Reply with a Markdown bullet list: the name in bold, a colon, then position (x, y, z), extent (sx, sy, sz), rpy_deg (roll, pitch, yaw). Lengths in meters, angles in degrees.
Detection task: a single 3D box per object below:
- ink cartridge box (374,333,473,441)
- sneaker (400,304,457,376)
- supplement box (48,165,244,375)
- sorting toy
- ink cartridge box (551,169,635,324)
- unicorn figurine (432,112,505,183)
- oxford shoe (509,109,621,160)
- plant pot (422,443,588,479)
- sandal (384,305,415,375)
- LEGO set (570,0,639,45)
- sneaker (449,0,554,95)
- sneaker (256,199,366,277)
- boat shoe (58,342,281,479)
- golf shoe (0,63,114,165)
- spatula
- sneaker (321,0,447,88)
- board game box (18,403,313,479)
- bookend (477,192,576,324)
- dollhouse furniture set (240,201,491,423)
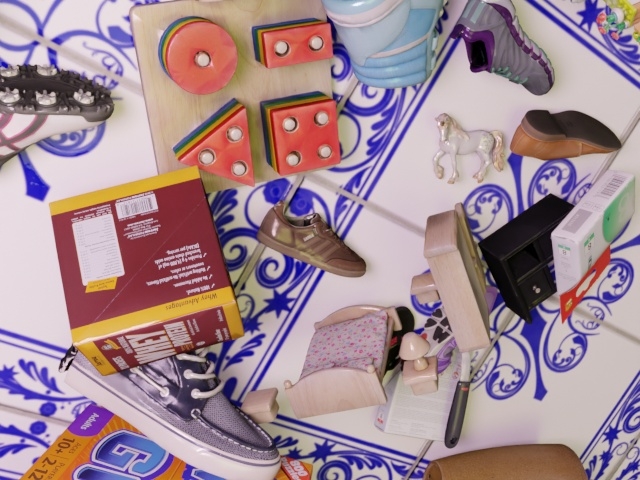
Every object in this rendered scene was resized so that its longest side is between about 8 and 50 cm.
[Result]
- **ink cartridge box**: position (0.184, 0.260, 1.341), extent (0.145, 0.045, 0.179), rpy_deg (16, 87, -26)
- **sneaker**: position (0.205, 0.177, 1.289), extent (0.170, 0.068, 0.071), rpy_deg (-50, 128, 3)
- **supplement box**: position (-0.215, 0.040, 0.952), extent (0.191, 0.194, 0.129), rpy_deg (-15, 156, -8)
- **sorting toy**: position (-0.097, -0.187, 0.994), extent (0.255, 0.089, 0.257), rpy_deg (-13, 117, -16)
- **ink cartridge box**: position (0.465, 0.020, 1.274), extent (0.181, 0.056, 0.225), rpy_deg (-43, 133, -25)
- **unicorn figurine**: position (0.217, -0.143, 1.164), extent (0.162, 0.060, 0.111), rpy_deg (-12, 117, -35)
- **oxford shoe**: position (0.396, -0.163, 1.228), extent (0.212, 0.076, 0.076), rpy_deg (2, 141, -25)
- **plant pot**: position (0.323, 0.482, 1.393), extent (0.254, 0.237, 0.237), rpy_deg (10, 109, -11)
- **sandal**: position (0.112, 0.194, 1.271), extent (0.067, 0.040, 0.179), rpy_deg (21, 103, -28)
- **LEGO set**: position (0.385, -0.378, 1.082), extent (0.107, 0.132, 0.287), rpy_deg (-25, 97, -4)
- **sneaker**: position (0.256, -0.262, 1.092), extent (0.223, 0.083, 0.098), rpy_deg (38, 84, -39)
- **sneaker**: position (0.000, 0.000, 1.128), extent (0.188, 0.066, 0.071), rpy_deg (20, 103, -28)
- **boat shoe**: position (-0.183, 0.186, 1.030), extent (0.340, 0.127, 0.158), rpy_deg (27, 98, 5)
- **golf shoe**: position (-0.385, -0.141, 0.907), extent (0.272, 0.105, 0.120), rpy_deg (-5, 130, -14)
- **spatula**: position (0.250, 0.223, 1.327), extent (0.084, 0.030, 0.296), rpy_deg (7, 93, -24)
- **sneaker**: position (0.136, -0.335, 1.021), extent (0.319, 0.127, 0.208), rpy_deg (-44, 144, -17)
- **board game box**: position (-0.242, 0.498, 1.006), extent (0.356, 0.356, 0.356), rpy_deg (13, 109, 6)
- **bookend**: position (0.373, 0.032, 1.288), extent (0.156, 0.072, 0.157), rpy_deg (-34, 121, -6)
- **dollhouse furniture set**: position (0.057, 0.088, 1.133), extent (0.355, 0.303, 0.174), rpy_deg (-15, 112, 18)
